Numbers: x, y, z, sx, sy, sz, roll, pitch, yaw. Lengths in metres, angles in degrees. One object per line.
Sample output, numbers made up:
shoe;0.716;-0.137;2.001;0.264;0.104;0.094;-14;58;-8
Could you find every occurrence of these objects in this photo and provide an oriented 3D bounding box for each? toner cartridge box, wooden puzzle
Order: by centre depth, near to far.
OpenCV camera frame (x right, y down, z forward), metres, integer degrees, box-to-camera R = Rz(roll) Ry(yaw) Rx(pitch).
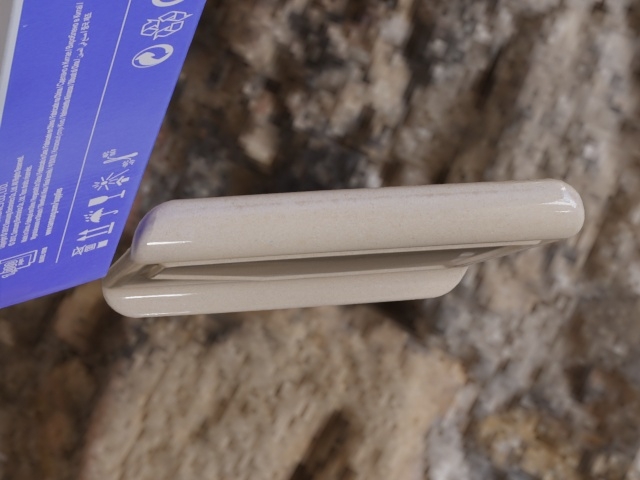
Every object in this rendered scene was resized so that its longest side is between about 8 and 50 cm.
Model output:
toner cartridge box;-0.118;-0.111;0.654;0.075;0.165;0.348;-18;162;-22
wooden puzzle;0.000;0.000;0.937;0.239;0.221;0.044;138;-52;-75
